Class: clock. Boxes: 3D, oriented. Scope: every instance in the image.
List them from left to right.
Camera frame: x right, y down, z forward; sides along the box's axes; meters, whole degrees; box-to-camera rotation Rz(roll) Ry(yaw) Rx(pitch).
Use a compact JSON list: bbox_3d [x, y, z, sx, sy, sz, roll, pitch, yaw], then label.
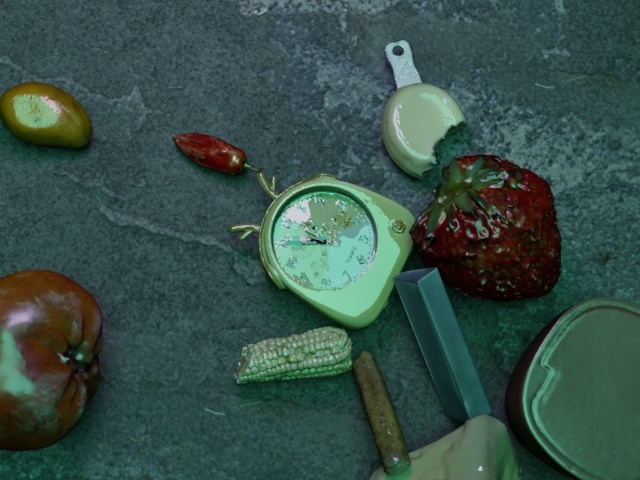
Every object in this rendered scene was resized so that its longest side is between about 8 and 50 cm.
[{"bbox_3d":[0.000,0.000,1.503,0.308,0.096,0.235,27,78,3],"label":"clock"}]

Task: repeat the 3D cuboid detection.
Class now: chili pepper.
[{"bbox_3d":[-0.189,-0.155,1.551,0.191,0.050,0.059,23,80,14],"label":"chili pepper"}]

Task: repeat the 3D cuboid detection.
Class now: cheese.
[{"bbox_3d":[0.161,-0.245,1.581,0.163,0.071,0.249,-35,82,-11],"label":"cheese"},{"bbox_3d":[0.198,0.430,1.335,0.251,0.248,0.174,-19,122,15],"label":"cheese"}]

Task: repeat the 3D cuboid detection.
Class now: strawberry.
[{"bbox_3d":[0.308,-0.002,1.456,0.250,0.238,0.288,-47,117,-3],"label":"strawberry"}]

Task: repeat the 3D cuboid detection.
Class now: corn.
[{"bbox_3d":[-0.048,0.196,1.462,0.211,0.087,0.087,-5,78,-5],"label":"corn"}]

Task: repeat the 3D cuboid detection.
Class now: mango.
[{"bbox_3d":[-0.492,-0.227,1.529,0.165,0.089,0.115,6,78,-5],"label":"mango"}]

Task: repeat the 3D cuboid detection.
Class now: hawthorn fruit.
[{"bbox_3d":[-0.478,0.191,1.349,0.284,0.284,0.284,1,77,-3],"label":"hawthorn fruit"}]

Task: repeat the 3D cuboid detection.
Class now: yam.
[{"bbox_3d":[0.095,0.280,1.406,0.056,0.057,0.241,-10,42,-6],"label":"yam"}]

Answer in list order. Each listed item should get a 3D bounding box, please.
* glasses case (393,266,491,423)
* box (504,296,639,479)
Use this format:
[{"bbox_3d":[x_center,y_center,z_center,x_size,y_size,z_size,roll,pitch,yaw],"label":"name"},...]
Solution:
[{"bbox_3d":[0.208,0.175,1.430,0.056,0.105,0.266,-24,100,-15],"label":"glasses case"},{"bbox_3d":[0.448,0.261,1.412,0.301,0.216,0.301,1,75,-4],"label":"box"}]
